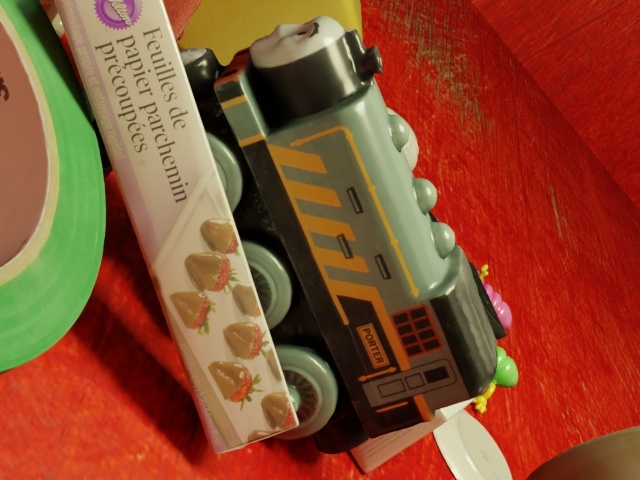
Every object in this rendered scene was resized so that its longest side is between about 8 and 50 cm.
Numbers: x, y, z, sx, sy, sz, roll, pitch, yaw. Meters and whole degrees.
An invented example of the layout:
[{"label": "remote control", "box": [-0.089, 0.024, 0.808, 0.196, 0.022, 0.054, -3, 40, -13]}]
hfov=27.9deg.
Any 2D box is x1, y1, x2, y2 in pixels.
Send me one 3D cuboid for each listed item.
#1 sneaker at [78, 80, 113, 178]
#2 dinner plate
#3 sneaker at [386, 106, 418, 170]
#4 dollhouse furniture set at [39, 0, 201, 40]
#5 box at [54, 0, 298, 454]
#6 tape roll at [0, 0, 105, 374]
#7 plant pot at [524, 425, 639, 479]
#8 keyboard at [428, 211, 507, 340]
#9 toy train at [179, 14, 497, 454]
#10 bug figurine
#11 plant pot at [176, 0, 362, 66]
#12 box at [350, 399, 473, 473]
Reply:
[{"label": "sneaker", "box": [-0.196, -0.086, 0.892, 0.170, 0.074, 0.063, 29, 31, -49]}, {"label": "dinner plate", "box": [0.157, 0.214, 1.277, 0.141, 0.017, 0.141, 45, 22, -24]}, {"label": "sneaker", "box": [0.022, -0.063, 1.327, 0.292, 0.108, 0.169, 13, 46, -49]}, {"label": "dollhouse furniture set", "box": [-0.209, -0.263, 0.916, 0.374, 0.152, 0.201, 39, -14, -34]}, {"label": "box", "box": [-0.091, -0.019, 0.837, 0.067, 0.063, 0.324, -126, -162, -71]}, {"label": "tape roll", "box": [-0.242, -0.071, 0.662, 0.321, 0.077, 0.321, 46, 30, -37]}, {"label": "plant pot", "box": [0.340, 0.346, 1.107, 0.323, 0.323, 0.280, 35, 43, -42]}, {"label": "keyboard", "box": [0.087, -0.005, 1.212, 0.317, 0.033, 0.202, 47, 15, -34]}, {"label": "toy train", "box": [0.000, 0.000, 0.949, 0.142, 0.190, 0.334, -72, 141, -68]}, {"label": "bug figurine", "box": [0.140, 0.057, 1.422, 0.216, 0.072, 0.279, 47, 20, -17]}, {"label": "plant pot", "box": [-0.062, -0.268, 1.344, 0.187, 0.212, 0.212, 59, 15, -26]}, {"label": "box", "box": [0.045, 0.093, 1.112, 0.170, 0.091, 0.130, 57, 20, 8]}]
